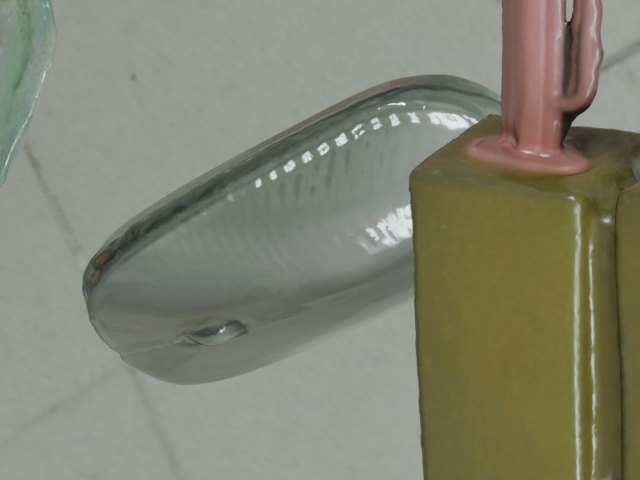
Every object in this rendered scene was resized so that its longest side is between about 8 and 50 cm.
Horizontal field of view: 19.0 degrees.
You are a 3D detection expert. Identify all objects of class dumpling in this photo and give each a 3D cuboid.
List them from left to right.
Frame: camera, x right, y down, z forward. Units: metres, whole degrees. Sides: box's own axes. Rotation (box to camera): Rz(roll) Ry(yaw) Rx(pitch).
[{"bbox_3d":[-0.223,-0.105,1.137,0.104,0.149,0.217,-7,76,-21],"label":"dumpling"}]

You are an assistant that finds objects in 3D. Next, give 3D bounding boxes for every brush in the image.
[{"bbox_3d":[0.068,-0.032,0.419,0.103,0.047,0.233,11,117,34],"label":"brush"}]

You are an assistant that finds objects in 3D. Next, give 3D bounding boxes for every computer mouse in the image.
[{"bbox_3d":[0.001,0.005,1.283,0.331,0.197,0.095,-28,49,13],"label":"computer mouse"}]
